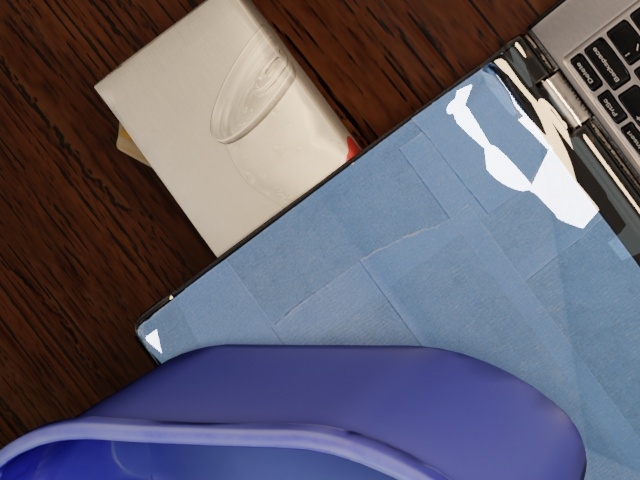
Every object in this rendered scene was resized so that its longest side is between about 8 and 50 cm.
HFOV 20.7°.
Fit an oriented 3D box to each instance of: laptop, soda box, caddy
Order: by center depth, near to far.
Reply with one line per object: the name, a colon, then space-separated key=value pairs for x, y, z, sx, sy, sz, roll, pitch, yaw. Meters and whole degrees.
laptop: x=0.165 y=0.082 z=0.815 sx=0.382 sy=0.236 sz=0.408 roll=53 pitch=153 yaw=0
caddy: x=-0.020 y=0.184 z=0.841 sx=0.341 sy=0.179 sz=0.241 roll=-2 pitch=107 yaw=30
soda box: x=0.000 y=0.000 z=0.984 sx=0.098 sy=0.091 sz=0.286 roll=-35 pitch=89 yaw=6

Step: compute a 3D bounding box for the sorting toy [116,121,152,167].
sorting toy: x=-0.094 y=-0.067 z=1.095 sx=0.083 sy=0.012 sz=0.062 roll=29 pitch=128 yaw=23
